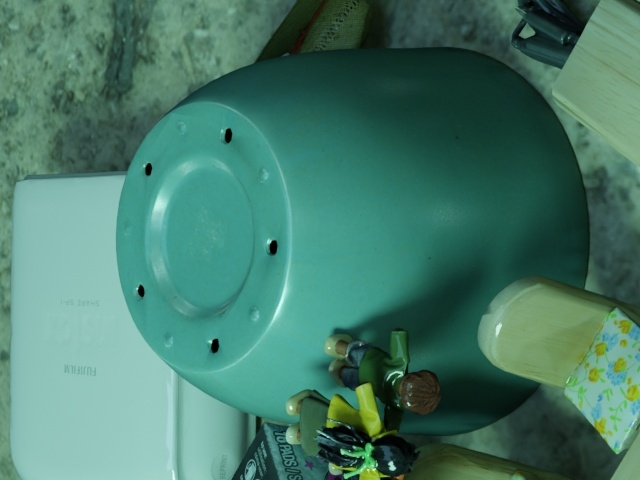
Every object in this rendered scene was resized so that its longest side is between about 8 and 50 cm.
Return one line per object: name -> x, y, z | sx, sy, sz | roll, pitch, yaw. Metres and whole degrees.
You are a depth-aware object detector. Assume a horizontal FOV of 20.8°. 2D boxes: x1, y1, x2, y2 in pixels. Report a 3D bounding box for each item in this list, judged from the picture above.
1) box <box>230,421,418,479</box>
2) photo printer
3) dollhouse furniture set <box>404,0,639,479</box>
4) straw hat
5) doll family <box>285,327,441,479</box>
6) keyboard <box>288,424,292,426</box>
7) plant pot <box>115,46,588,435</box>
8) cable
box -> 0.017, 0.272, 1.205 | 0.163, 0.142, 0.247 | -60, 32, 30
photo printer -> -0.163, 0.094, 1.486 | 0.256, 0.107, 0.308 | 1, 90, 46
dollhouse furniture set -> 0.196, 0.107, 0.952 | 0.394, 0.256, 0.362 | -62, 34, 15
straw hat -> 0.006, -0.166, 1.345 | 0.061, 0.144, 0.144 | 34, 121, -4
doll family -> 0.027, 0.150, 1.067 | 0.111, 0.076, 0.193 | 18, 116, 51
keyboard -> 0.014, 0.261, 1.373 | 0.072, 0.014, 0.256 | -16, 77, 50
plant pot -> 0.000, 0.000, 1.230 | 0.293, 0.235, 0.293 | 0, 90, 46
cable -> 0.206, -0.177, 1.164 | 0.184, 0.047, 0.151 | 25, 102, 46
